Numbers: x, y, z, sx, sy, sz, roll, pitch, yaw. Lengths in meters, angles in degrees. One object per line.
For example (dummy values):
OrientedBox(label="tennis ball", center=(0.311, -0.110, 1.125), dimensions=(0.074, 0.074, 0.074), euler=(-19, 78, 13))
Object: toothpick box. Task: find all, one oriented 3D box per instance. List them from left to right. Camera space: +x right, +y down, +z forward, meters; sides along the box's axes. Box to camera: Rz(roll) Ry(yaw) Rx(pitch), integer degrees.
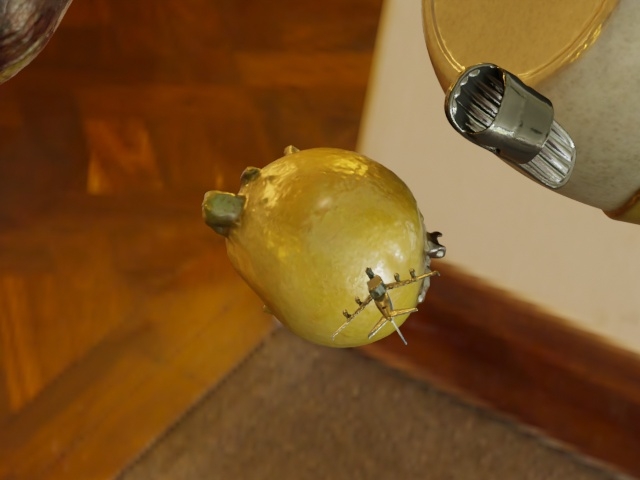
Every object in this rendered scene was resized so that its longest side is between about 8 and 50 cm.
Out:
OrientedBox(label="toothpick box", center=(0.346, -0.213, 1.820), dimensions=(0.425, 0.409, 0.409), euler=(16, 28, -37))

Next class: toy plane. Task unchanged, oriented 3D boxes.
OrientedBox(label="toy plane", center=(0.038, 0.036, 1.213), dimensions=(0.078, 0.024, 0.084), euler=(-31, 28, 5))

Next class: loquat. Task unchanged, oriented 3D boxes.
OrientedBox(label="loquat", center=(0.000, 0.000, 1.551), dimensions=(0.204, 0.149, 0.172), euler=(23, 19, -17))

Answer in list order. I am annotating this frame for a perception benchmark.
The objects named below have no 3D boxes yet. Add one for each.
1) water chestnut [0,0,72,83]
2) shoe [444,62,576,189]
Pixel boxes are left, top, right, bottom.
OrientedBox(label="water chestnut", center=(-0.243, -0.192, 1.209), dimensions=(0.223, 0.238, 0.224), euler=(-1, 71, 3))
OrientedBox(label="shoe", center=(0.157, -0.083, 1.456), dimensions=(0.053, 0.062, 0.159), euler=(14, -13, 43))
